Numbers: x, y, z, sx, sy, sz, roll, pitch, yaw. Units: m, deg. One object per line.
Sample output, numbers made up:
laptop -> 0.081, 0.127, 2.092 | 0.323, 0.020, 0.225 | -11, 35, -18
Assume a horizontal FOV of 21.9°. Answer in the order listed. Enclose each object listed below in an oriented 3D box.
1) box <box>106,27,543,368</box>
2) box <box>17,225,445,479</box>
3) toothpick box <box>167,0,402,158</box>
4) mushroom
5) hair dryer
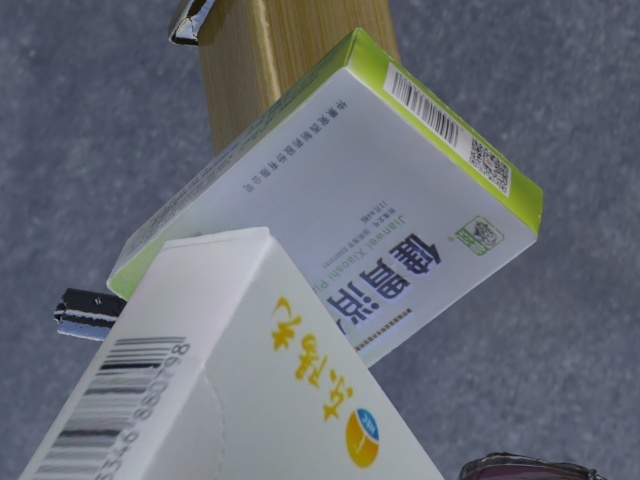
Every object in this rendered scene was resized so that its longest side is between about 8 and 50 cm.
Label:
box -> 0.000, -0.001, 1.136 | 0.175, 0.062, 0.260 | 40, 123, -16
box -> 0.004, 0.185, 0.662 | 0.065, 0.200, 0.343 | -6, 132, 37
toothpick box -> -0.012, -0.110, 1.523 | 0.190, 0.308, 0.187 | 3, 153, -24
mushroom -> 0.169, 0.235, 1.316 | 0.141, 0.188, 0.117 | 18, 101, 1
hair dryer -> -0.131, 0.097, 1.583 | 0.251, 0.197, 0.089 | 12, 138, -5
